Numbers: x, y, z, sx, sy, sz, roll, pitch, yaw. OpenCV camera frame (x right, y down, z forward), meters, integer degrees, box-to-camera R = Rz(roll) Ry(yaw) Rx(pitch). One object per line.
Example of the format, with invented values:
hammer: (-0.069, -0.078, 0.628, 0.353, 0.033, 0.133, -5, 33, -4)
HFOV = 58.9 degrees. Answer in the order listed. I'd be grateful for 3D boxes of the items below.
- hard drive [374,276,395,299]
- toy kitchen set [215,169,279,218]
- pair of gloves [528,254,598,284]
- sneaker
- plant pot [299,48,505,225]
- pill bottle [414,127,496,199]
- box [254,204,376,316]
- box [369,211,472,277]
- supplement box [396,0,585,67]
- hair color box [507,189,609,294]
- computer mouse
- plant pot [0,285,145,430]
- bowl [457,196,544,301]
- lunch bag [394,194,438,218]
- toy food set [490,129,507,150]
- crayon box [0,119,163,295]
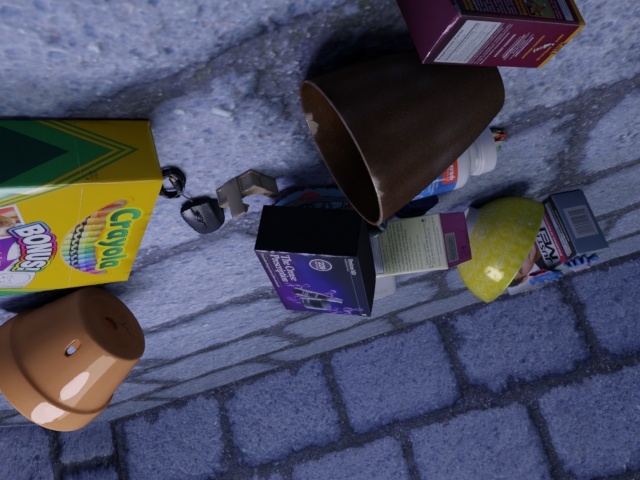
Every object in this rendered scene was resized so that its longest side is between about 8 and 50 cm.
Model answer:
hard drive: (0.146, 0.156, 1.889, 0.210, 0.040, 0.318, -18, 161, 3)
toy kitchen set: (-0.125, -0.070, 1.003, 0.083, 0.068, 0.075, -26, 159, 27)
pair of gloves: (0.684, 0.086, 1.599, 0.198, 0.023, 0.159, -22, 158, 26)
sneaker: (0.019, -0.039, 1.117, 0.262, 0.125, 0.104, -10, 159, -19)
plant pot: (0.124, -0.168, 0.773, 0.231, 0.215, 0.215, -29, 162, -8)
pill bottle: (0.182, -0.138, 0.982, 0.222, 0.124, 0.124, -15, 161, -5)
box: (0.001, 0.045, 1.070, 0.185, 0.103, 0.261, 1, 150, 12)
box: (0.188, 0.013, 1.271, 0.243, 0.117, 0.214, -9, 179, 27)
supplement box: (0.197, -0.269, 0.662, 0.188, 0.104, 0.081, -6, 159, -25)
hair color box: (0.677, 0.018, 1.719, 0.114, 0.185, 0.374, -10, 160, -15)
computer mouse: (-0.224, -0.060, 0.993, 0.071, 0.041, 0.242, -17, 160, 5)
plant pot: (-0.534, 0.237, 1.253, 0.203, 0.290, 0.291, -38, 157, 9)
bowl: (0.424, -0.002, 1.454, 0.156, 0.289, 0.289, 27, 157, 4)
lunch bag: (0.200, -0.088, 1.218, 0.099, 0.067, 0.065, -7, 159, -29)
toy food set: (0.322, -0.190, 1.107, 0.083, 0.020, 0.083, -18, 160, 5)
crayon box: (-0.422, -0.029, 0.817, 0.313, 0.106, 0.363, -5, 158, -29)
